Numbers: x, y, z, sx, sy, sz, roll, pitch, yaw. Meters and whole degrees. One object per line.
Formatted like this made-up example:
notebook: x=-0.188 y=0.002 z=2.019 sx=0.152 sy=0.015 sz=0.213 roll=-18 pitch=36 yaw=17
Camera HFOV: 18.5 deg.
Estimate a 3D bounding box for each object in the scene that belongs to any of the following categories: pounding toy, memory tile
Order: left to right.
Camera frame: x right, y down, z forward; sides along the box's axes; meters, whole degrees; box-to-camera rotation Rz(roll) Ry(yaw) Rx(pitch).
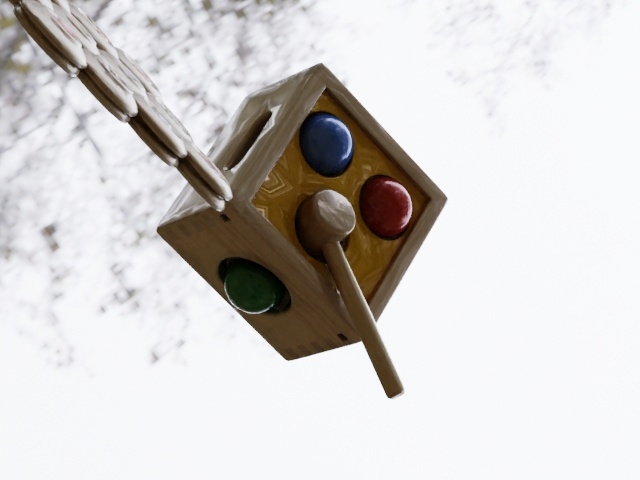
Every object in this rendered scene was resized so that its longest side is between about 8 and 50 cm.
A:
memory tile: x=-0.096 y=-0.078 z=0.839 sx=0.012 sy=0.148 sz=0.113 roll=-42 pitch=-132 yaw=5
pounding toy: x=0.000 y=0.000 z=1.059 sx=0.130 sy=0.141 sz=0.100 roll=46 pitch=-36 yaw=-20
